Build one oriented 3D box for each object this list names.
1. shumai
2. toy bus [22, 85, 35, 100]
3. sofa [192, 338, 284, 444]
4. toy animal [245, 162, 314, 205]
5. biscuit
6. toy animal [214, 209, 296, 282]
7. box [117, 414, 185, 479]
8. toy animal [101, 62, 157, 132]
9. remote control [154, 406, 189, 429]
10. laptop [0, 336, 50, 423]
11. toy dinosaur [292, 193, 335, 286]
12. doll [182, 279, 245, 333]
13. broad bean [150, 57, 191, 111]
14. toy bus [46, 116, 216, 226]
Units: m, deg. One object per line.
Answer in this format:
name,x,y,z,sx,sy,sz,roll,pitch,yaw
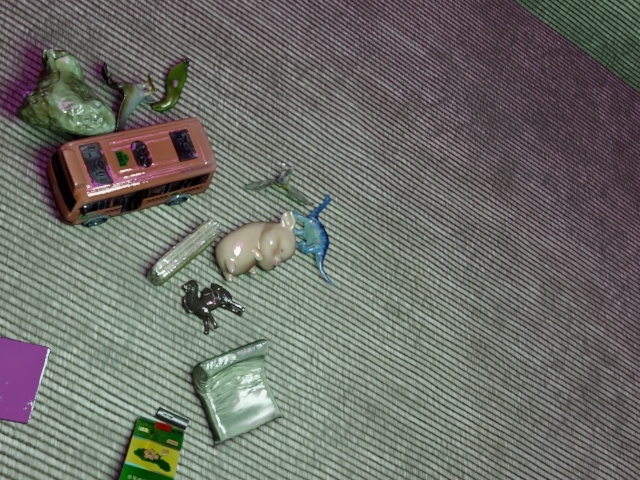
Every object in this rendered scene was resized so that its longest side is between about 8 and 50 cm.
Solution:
shumai,-0.670,-0.393,1.803,0.261,0.225,0.221,18,92,13
toy bus,-0.781,-0.393,1.918,0.131,0.037,0.052,26,66,-12
sofa,-0.215,0.404,1.802,0.210,0.176,0.225,-15,78,-27
toy animal,-0.106,-0.194,2.100,0.219,0.095,0.155,21,52,-1
biscuit,-0.384,0.034,1.898,0.062,0.108,0.239,48,61,-4
toy animal,-0.187,0.020,1.966,0.250,0.166,0.154,-14,70,-23
box,-0.423,0.555,1.674,0.132,0.034,0.235,23,33,-15
toy animal,-0.561,-0.445,1.947,0.160,0.197,0.272,-17,73,-21
remote control,-0.395,0.475,1.790,0.091,0.016,0.034,28,59,-13
laptop,-0.768,0.347,1.676,0.135,0.016,0.197,18,67,-18
toy dinosaur,-0.028,-0.014,2.092,0.145,0.076,0.329,9,58,-20
doll,-0.316,0.175,1.911,0.139,0.057,0.165,-33,82,-26
broad bean,-0.455,-0.482,2.084,0.070,0.048,0.213,24,66,-1
toy bus,-0.516,-0.193,1.852,0.427,0.233,0.203,-18,80,-28
